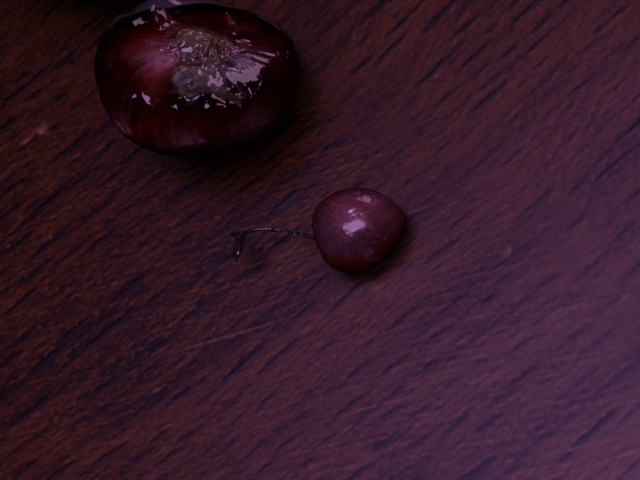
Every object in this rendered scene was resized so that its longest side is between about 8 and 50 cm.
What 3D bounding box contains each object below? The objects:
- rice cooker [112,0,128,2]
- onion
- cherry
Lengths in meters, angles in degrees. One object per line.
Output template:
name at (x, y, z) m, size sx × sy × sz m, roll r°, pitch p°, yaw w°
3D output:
rice cooker at (-0.328, -0.485, 1.892) m, size 0.325 × 0.335 × 0.335 m, roll 12°, pitch 79°, yaw 18°
onion at (-0.159, -0.194, 1.846) m, size 0.272 × 0.195 × 0.272 m, roll 2°, pitch 39°, yaw -2°
cherry at (0.000, 0.000, 1.786) m, size 0.225 × 0.090 × 0.107 m, roll -18°, pitch 73°, yaw 11°
